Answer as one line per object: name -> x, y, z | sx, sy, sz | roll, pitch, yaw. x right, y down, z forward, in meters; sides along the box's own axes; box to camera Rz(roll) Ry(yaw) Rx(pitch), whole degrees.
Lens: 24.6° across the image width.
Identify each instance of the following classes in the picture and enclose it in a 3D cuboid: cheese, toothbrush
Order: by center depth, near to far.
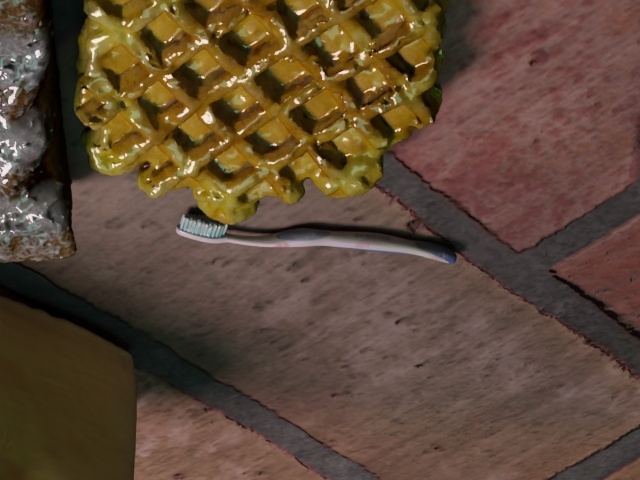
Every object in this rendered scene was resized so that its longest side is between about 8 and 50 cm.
cheese -> -0.301, 0.170, 1.328 | 0.265, 0.242, 0.124 | 27, 135, -30
toothbrush -> 0.000, 0.000, 1.358 | 0.269, 0.021, 0.027 | 6, 139, -15

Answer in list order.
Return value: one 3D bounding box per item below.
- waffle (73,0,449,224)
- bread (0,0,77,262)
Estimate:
waffle -> -0.044, -0.140, 1.179 | 0.302, 0.068, 0.325 | 2, 136, -10
bread -> -0.276, -0.153, 1.099 | 0.165, 0.113, 0.416 | -4, 134, -8
